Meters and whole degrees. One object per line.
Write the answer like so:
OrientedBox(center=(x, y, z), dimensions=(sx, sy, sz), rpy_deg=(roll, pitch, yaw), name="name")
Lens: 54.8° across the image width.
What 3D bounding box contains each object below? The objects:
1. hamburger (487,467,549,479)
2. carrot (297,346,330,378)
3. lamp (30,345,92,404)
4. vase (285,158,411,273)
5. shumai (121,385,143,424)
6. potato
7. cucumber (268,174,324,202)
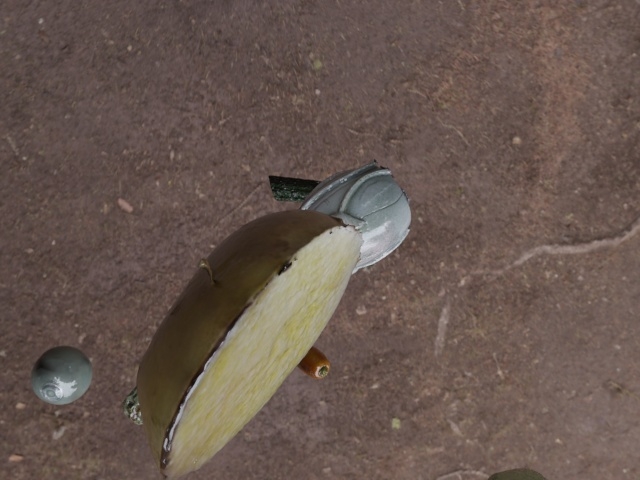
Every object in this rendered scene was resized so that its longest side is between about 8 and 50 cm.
OrientedBox(center=(0.229, 0.297, 0.682), dimensions=(0.084, 0.121, 0.054), rpy_deg=(4, 108, -21), name="hamburger")
OrientedBox(center=(-0.057, 0.276, 1.547), dimensions=(0.067, 0.225, 0.067), rpy_deg=(-22, 125, -36), name="carrot")
OrientedBox(center=(-0.460, 0.239, 1.101), dimensions=(0.105, 0.105, 0.105), rpy_deg=(-4, 122, -6), name="lamp")
OrientedBox(center=(0.000, 0.000, 1.526), dimensions=(0.445, 0.250, 0.250), rpy_deg=(-32, 123, -14), name="vase")
OrientedBox(center=(-0.271, 0.309, 1.175), dimensions=(0.184, 0.184, 0.142), rpy_deg=(-32, 88, 12), name="shumai")
OrientedBox(center=(-0.076, 0.067, 0.580), dimensions=(0.116, 0.299, 0.239), rpy_deg=(34, 133, 12), name="potato")
OrientedBox(center=(-0.024, -0.139, 1.764), dimensions=(0.265, 0.077, 0.077), rpy_deg=(6, 123, 13), name="cucumber")
